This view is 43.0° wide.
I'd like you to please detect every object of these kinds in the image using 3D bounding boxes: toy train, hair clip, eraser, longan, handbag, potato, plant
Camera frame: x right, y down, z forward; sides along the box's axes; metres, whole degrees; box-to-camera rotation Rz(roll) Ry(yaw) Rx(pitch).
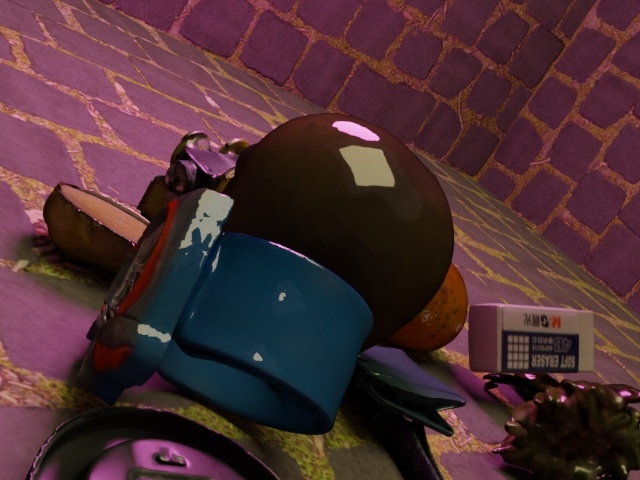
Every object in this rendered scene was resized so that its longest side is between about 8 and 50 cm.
[{"bbox_3d":[-0.168,-0.074,1.339,0.134,0.177,0.260,40,19,24],"label":"toy train"},{"bbox_3d":[0.153,0.328,1.032,0.083,0.048,0.275,32,18,-41],"label":"hair clip"},{"bbox_3d":[0.395,0.183,1.505,0.278,0.124,0.081,6,-9,-36],"label":"eraser"},{"bbox_3d":[0.000,0.000,1.117,0.360,0.361,0.361,30,17,-10],"label":"longan"},{"bbox_3d":[0.101,0.202,1.170,0.144,0.057,0.221,20,4,-23],"label":"handbag"},{"bbox_3d":[-0.280,0.005,1.087,0.200,0.081,0.164,29,9,-23],"label":"potato"},{"bbox_3d":[0.395,0.253,1.328,0.250,0.180,0.333,-2,23,7],"label":"plant"}]

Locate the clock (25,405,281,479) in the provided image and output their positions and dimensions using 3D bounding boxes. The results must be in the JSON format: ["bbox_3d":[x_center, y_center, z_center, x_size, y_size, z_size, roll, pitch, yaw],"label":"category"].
[{"bbox_3d":[-0.125,0.254,0.696,0.280,0.055,0.281,29,17,-10],"label":"clock"}]

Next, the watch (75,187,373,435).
[{"bbox_3d":[-0.105,0.109,0.902,0.274,0.242,0.305,29,-23,-14],"label":"watch"}]

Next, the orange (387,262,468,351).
[{"bbox_3d":[0.166,0.092,1.484,0.240,0.171,0.240,31,18,-11],"label":"orange"}]

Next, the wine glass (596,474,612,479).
[{"bbox_3d":[0.431,0.358,1.375,0.079,0.079,0.195,24,19,-27],"label":"wine glass"}]

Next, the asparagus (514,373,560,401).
[{"bbox_3d":[0.478,0.328,1.546,0.343,0.085,0.082,37,28,32],"label":"asparagus"}]
